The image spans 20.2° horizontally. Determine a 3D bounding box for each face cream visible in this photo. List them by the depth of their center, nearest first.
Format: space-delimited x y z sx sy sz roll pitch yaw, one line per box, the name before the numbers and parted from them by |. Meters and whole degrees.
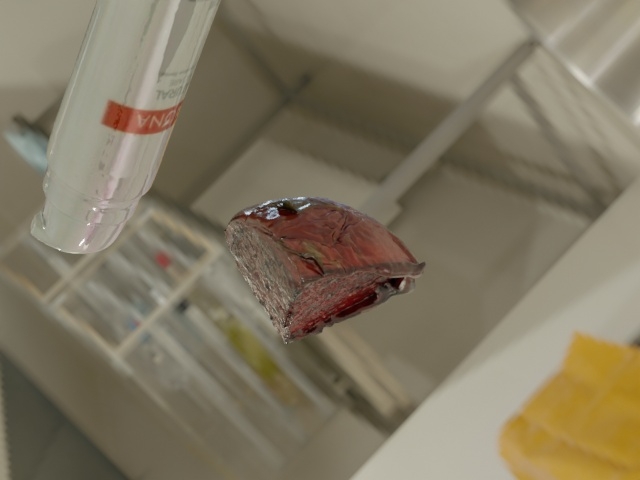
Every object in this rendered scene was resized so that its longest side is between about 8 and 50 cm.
face cream | -0.166 -0.129 1.535 0.102 0.102 0.345 40 130 21

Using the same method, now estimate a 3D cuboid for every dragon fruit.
dragon fruit | 0.002 -0.001 1.412 0.127 0.120 0.161 58 166 14
